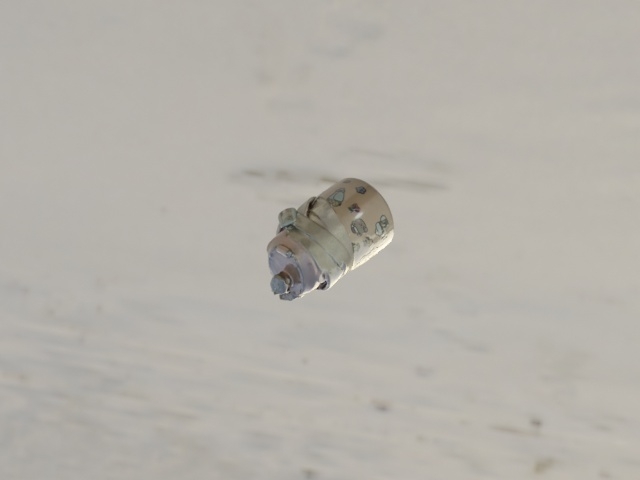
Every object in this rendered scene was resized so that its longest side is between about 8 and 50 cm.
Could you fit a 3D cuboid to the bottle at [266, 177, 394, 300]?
[{"bbox_3d":[0.001,0.001,1.999,0.152,0.099,0.099,-34,-156,-36],"label":"bottle"}]
